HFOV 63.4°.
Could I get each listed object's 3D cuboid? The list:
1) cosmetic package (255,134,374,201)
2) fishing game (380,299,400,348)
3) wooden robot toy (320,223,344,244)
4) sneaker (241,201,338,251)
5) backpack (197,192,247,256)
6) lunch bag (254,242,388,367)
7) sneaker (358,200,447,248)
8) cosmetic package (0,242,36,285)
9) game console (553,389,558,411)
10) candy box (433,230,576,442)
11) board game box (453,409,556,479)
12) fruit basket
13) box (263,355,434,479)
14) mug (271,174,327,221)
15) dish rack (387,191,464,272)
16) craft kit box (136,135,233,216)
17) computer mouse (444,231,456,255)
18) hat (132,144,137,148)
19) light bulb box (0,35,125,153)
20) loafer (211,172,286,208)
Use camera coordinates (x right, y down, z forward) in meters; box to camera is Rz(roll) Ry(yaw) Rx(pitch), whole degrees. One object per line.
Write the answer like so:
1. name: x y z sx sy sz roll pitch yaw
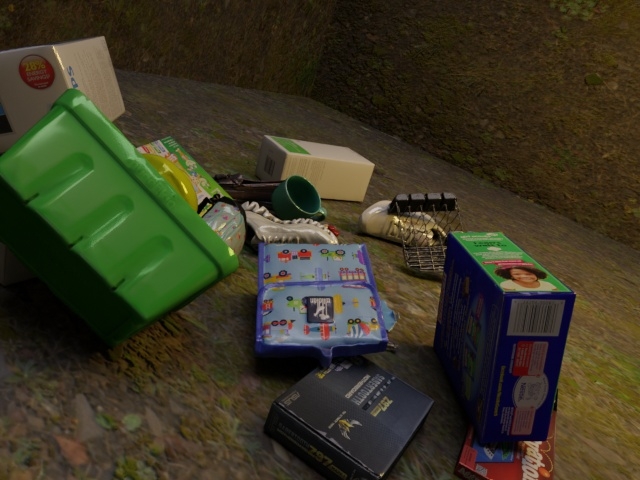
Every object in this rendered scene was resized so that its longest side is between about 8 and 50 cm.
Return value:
1. cosmetic package: -0.020 -0.249 1.828 0.365 0.155 0.197 -1 28 -35
2. fishing game: 0.083 0.145 1.147 0.189 0.041 0.264 10 24 -12
3. wooden robot toy: 0.000 0.000 1.384 0.079 0.076 0.173 -8 32 -27
4. sneaker: -0.100 -0.004 1.285 0.292 0.110 0.118 16 29 17
5. backpack: -0.228 0.002 1.110 0.115 0.152 0.182 14 33 14
6. lunch bag: -0.008 0.130 0.957 0.221 0.138 0.293 0 29 -6
7. sneaker: 0.264 -0.043 1.613 0.305 0.114 0.152 6 24 -27
8. cosmetic package: -0.553 -0.048 0.985 0.224 0.138 0.224 29 25 21
9. game console: 0.425 0.306 1.067 0.107 0.071 0.122 53 30 4
10. candy box: 0.309 0.153 0.938 0.122 0.268 0.317 1 18 -3
11. board game box: 0.327 0.342 0.891 0.145 0.027 0.281 26 24 17
12. fruit basket: -0.309 -0.055 0.881 0.392 0.283 0.392 19 56 -32
13. box: 0.053 0.270 0.807 0.183 0.059 0.232 29 25 23
14. mug: -0.070 -0.100 1.505 0.158 0.097 0.129 56 38 -1
15. dish rack: 0.318 -0.023 1.502 0.208 0.074 0.271 -3 60 -4
16. craft kit box: -0.359 -0.140 1.312 0.246 0.061 0.250 48 21 -10
17. computer mouse: 0.436 0.075 1.544 0.188 0.072 0.272 11 34 -12
18. hat: -0.543 -0.190 1.325 0.331 0.134 0.331 15 23 -7
19. light bulb box: -0.741 -0.371 1.318 0.358 0.225 0.361 -10 25 0
20. loafer: -0.225 -0.166 1.554 0.302 0.095 0.109 10 23 -19
